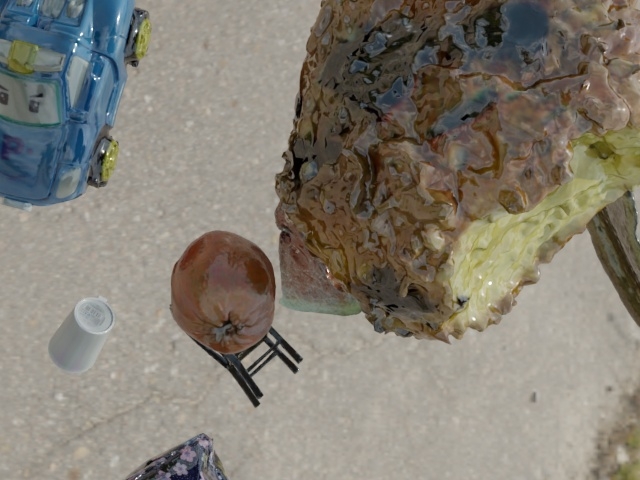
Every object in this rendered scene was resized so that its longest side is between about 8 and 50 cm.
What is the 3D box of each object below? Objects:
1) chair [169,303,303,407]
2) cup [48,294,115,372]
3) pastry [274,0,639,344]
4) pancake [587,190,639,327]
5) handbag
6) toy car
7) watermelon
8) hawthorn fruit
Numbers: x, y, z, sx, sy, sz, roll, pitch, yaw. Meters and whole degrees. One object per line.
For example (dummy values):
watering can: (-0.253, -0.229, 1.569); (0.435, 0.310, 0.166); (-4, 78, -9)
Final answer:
chair: (-0.136, 0.152, 1.662); (0.101, 0.084, 0.212); (-40, 79, -20)
cup: (-0.344, 0.127, 1.535); (0.074, 0.116, 0.104); (30, 45, -9)
pastry: (0.129, -0.119, 1.022); (0.337, 0.405, 0.292); (51, 12, 24)
pancake: (0.361, 0.029, 1.181); (0.033, 0.286, 0.288); (-26, 114, 3)
handbag: (-0.164, 0.354, 1.208); (0.228, 0.127, 0.208); (-26, 85, -45)
toy car: (-0.332, -0.193, 1.252); (0.166, 0.198, 0.314); (59, 46, -84)
watermelon: (-0.008, 0.015, 1.209); (0.158, 0.121, 0.098); (48, 48, -9)
hawthorn fruit: (-0.100, 0.053, 1.077); (0.128, 0.128, 0.128); (6, 82, -44)
